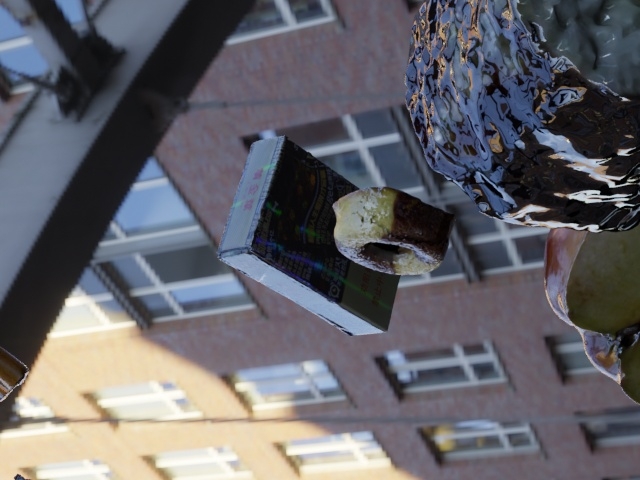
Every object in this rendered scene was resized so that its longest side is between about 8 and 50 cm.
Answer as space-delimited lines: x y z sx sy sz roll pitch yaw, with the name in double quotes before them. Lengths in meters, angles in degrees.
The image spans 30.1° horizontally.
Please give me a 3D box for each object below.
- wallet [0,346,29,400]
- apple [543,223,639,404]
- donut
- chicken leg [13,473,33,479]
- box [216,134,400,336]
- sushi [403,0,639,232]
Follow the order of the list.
"wallet" -0.352 0.097 1.125 0.161 0.195 0.042 37 -109 -10
"apple" 0.444 0.015 1.367 0.328 0.365 0.295 58 -168 20
"donut" 0.079 -0.008 1.332 0.140 0.140 0.059 48 -132 -55
"chicken leg" -0.393 0.351 1.656 0.021 0.083 0.036 -50 -4 -20
"box" 0.000 0.000 1.840 0.310 0.084 0.198 33 -118 -36
"sushi" 0.243 -0.176 1.094 0.299 0.281 0.294 64 155 17
